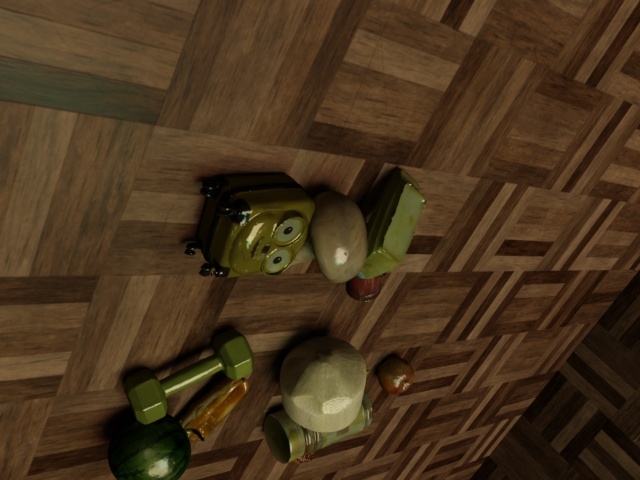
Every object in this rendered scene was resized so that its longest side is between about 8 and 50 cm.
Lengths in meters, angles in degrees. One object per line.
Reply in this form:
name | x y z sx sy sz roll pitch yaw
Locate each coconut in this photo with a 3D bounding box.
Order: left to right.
coconut | 0.006 0.383 1.782 0.237 0.237 0.266 -22 144 -25

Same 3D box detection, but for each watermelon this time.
watermelon | -0.398 0.497 1.565 0.215 0.188 0.188 -30 142 -19

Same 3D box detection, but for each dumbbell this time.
dumbbell | -0.303 0.315 1.532 0.302 0.121 0.108 -24 112 -24

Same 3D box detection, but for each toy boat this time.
toy boat | 0.168 -0.032 1.540 0.111 0.084 0.276 36 77 -39

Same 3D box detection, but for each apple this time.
apple | 0.249 0.450 2.176 0.126 0.102 0.126 -25 136 -27

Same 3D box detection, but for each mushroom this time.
mushroom | 0.012 -0.014 1.449 0.206 0.209 0.206 -47 146 -46

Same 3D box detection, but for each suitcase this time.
suitcase | -0.132 -0.025 1.314 0.235 0.143 0.194 -8 132 -38

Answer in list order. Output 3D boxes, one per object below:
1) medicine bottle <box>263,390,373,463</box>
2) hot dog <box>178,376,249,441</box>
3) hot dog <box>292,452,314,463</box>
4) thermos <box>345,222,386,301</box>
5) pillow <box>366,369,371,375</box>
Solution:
medicine bottle | -0.001 0.559 2.017 0.322 0.151 0.151 -12 134 -34
hot dog | -0.281 0.433 1.704 0.269 0.072 0.109 -48 145 10
hot dog | -0.074 0.674 2.131 0.102 0.076 0.249 -39 143 -9
thermos | 0.107 0.046 1.650 0.124 0.099 0.232 1 135 4
pillow | 0.051 0.442 2.003 0.211 0.034 0.135 -16 172 -31
